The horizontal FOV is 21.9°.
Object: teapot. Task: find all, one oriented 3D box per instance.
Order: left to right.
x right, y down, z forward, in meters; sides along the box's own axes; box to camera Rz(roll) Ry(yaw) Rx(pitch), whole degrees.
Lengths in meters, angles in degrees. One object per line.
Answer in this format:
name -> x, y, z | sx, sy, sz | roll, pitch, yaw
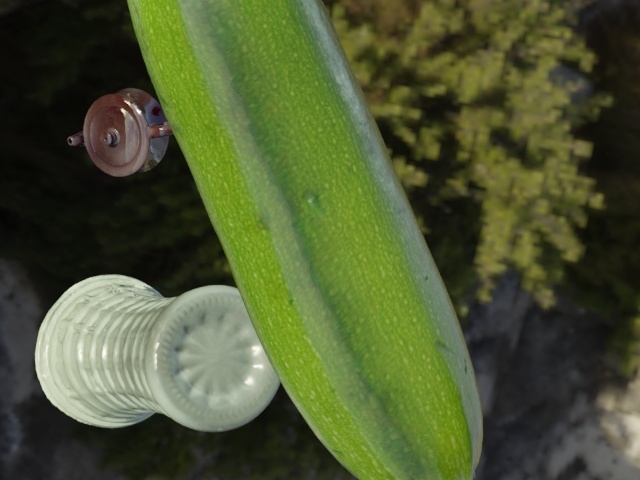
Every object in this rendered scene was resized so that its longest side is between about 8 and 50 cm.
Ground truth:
teapot -> -0.152, -0.083, 1.293 | 0.045, 0.100, 0.067 | -26, 109, -58

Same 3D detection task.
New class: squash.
squash -> 0.000, 0.000, 0.825 | 0.101, 0.101, 0.378 | -40, 113, -35

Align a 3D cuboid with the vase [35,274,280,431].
vase -> -0.135, 0.094, 1.383 | 0.143, 0.299, 0.143 | 1, 86, -23
